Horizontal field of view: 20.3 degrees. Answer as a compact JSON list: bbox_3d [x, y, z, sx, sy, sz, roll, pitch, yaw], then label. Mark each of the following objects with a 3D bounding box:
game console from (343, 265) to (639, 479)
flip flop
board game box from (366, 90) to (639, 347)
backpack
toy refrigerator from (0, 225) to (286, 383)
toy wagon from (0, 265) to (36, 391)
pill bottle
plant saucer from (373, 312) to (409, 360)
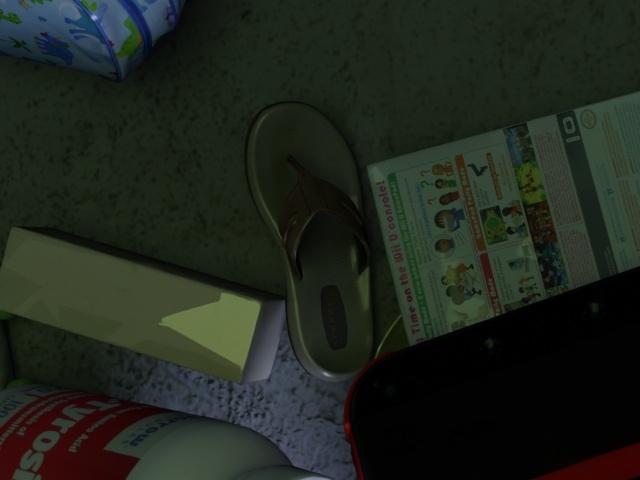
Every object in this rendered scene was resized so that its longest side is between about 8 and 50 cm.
[{"bbox_3d":[0.227,0.195,1.472,0.386,0.060,0.342,-20,57,6],"label":"game console"},{"bbox_3d":[0.000,0.000,1.718,0.112,0.080,0.277,-9,89,-16],"label":"flip flop"},{"bbox_3d":[0.216,0.006,1.644,0.303,0.097,0.224,-14,76,7],"label":"board game box"},{"bbox_3d":[-0.288,-0.299,1.723,0.355,0.290,0.273,4,63,2],"label":"backpack"},{"bbox_3d":[-0.179,0.066,1.773,0.269,0.102,0.094,16,93,14],"label":"toy refrigerator"},{"bbox_3d":[-0.434,0.099,1.858,0.267,0.068,0.344,-13,85,14],"label":"toy wagon"},{"bbox_3d":[-0.158,0.265,1.619,0.407,0.229,0.229,5,91,44],"label":"pill bottle"},{"bbox_3d":[0.166,0.153,1.715,0.241,0.037,0.241,0,90,14],"label":"plant saucer"}]
